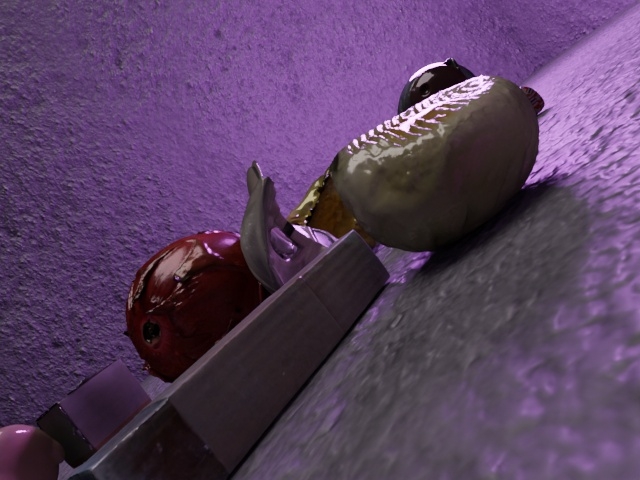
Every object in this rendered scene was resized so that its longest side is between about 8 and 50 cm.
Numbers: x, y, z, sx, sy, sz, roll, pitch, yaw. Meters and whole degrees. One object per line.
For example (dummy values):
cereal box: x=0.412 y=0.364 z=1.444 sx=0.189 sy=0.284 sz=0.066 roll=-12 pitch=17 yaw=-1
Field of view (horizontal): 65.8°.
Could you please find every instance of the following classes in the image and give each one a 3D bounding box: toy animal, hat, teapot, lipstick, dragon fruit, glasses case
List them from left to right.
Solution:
toy animal: x=-0.592 y=0.444 z=0.885 sx=0.229 sy=0.210 sz=0.221 roll=6 pitch=-32 yaw=-34
dragon fruit: x=-0.170 y=0.099 z=0.756 sx=0.252 sy=0.241 sz=0.241 roll=-18 pitch=-10 yaw=-35
lipstick: x=-0.050 y=0.108 z=0.474 sx=0.076 sy=0.080 sz=0.371 roll=-38 pitch=1 yaw=42
hat: x=-0.064 y=0.001 z=0.714 sx=0.226 sy=0.219 sz=0.164 roll=10 pitch=63 yaw=54
teapot: x=0.293 y=-0.293 z=1.254 sx=0.312 sy=0.233 sz=0.315 roll=-4 pitch=-72 yaw=-75
glasses case: x=0.403 y=-0.273 z=1.085 sx=0.049 sy=0.073 sz=0.194 roll=-48 pitch=4 yaw=-15

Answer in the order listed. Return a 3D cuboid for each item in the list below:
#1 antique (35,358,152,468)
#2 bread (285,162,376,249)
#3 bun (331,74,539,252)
antique: x=-0.442 y=0.348 z=0.981 sx=0.146 sy=0.148 sz=0.152 roll=-35 pitch=3 yaw=39
bread: x=0.000 y=0.000 z=0.957 sx=0.262 sy=0.162 sz=0.204 roll=-64 pitch=14 yaw=-21
bun: x=0.124 y=-0.076 z=0.559 sx=0.243 sy=0.153 sz=0.244 roll=-22 pitch=17 yaw=7
